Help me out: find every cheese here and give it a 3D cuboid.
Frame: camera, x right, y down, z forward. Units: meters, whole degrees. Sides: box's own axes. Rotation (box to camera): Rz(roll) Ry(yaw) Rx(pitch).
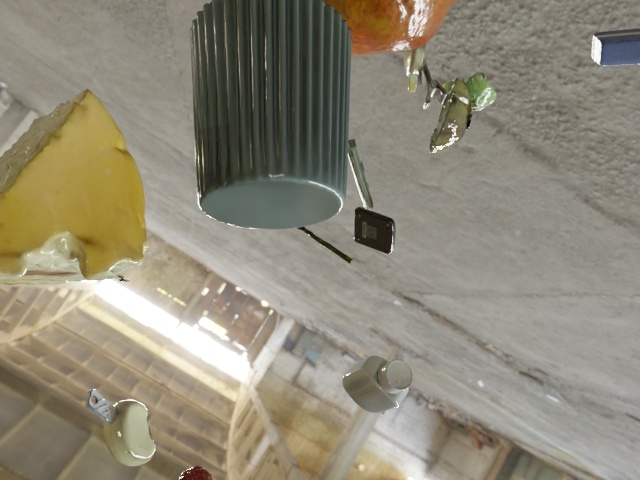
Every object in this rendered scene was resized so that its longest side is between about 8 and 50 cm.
[{"bbox_3d":[-0.507,0.476,1.361,0.249,0.071,0.163,56,-161,-58],"label":"cheese"}]

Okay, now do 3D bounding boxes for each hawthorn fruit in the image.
[{"bbox_3d":[0.130,-0.662,1.201,0.472,0.471,0.472,30,169,6],"label":"hawthorn fruit"}]

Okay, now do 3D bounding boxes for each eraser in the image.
[{"bbox_3d":[0.739,-0.440,1.226,0.225,0.036,0.082,4,152,26],"label":"eraser"}]

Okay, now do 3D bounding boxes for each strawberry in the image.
[{"bbox_3d":[-0.301,0.575,1.208,0.086,0.145,0.145,41,169,3],"label":"strawberry"}]

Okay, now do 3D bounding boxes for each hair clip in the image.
[{"bbox_3d":[0.276,-0.473,1.505,0.159,0.071,0.218,116,138,-78],"label":"hair clip"}]

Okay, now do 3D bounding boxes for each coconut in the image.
[{"bbox_3d":[0.425,-0.412,1.522,0.158,0.055,0.133,12,160,-6],"label":"coconut"}]

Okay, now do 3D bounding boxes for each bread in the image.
[{"bbox_3d":[-0.281,0.008,0.556,0.184,0.224,0.211,-11,131,20],"label":"bread"}]

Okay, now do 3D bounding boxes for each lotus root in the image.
[{"bbox_3d":[0.340,-0.303,1.368,0.078,0.183,0.203,18,174,4],"label":"lotus root"}]

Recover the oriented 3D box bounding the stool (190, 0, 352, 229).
[{"bbox_3d":[-0.087,-0.210,0.952,0.297,0.329,0.297,-1,164,0],"label":"stool"}]

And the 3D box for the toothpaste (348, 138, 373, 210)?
[{"bbox_3d":[0.127,-0.210,1.750,0.062,0.039,0.239,152,103,-72],"label":"toothpaste"}]

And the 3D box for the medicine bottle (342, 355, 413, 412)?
[{"bbox_3d":[0.129,0.314,1.192,0.119,0.069,0.183,46,147,3],"label":"medicine bottle"}]

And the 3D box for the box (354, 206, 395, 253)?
[{"bbox_3d":[0.148,-0.026,1.497,0.125,0.027,0.126,22,137,25],"label":"box"}]

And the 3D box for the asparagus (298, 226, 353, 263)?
[{"bbox_3d":[0.000,0.000,1.129,0.163,0.016,0.016,34,-152,13],"label":"asparagus"}]
